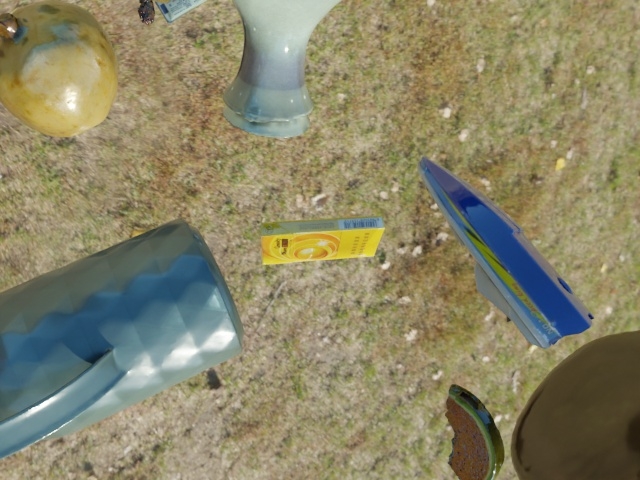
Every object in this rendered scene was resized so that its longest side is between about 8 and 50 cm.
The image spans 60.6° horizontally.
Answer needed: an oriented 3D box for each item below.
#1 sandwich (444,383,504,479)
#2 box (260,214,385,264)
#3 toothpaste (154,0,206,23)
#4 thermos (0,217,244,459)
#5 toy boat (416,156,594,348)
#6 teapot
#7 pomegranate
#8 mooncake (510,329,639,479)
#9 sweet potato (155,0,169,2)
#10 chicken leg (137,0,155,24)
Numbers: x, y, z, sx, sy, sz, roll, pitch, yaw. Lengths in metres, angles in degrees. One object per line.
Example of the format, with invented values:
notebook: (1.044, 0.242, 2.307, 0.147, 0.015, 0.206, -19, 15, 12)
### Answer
sandwich: (0.181, 0.237, 0.641, 0.029, 0.067, 0.135, -21, 107, -42)
box: (0.000, 0.000, 1.242, 0.270, 0.043, 0.152, -3, 153, -7)
toothpaste: (-0.351, -0.727, 1.608, 0.268, 0.047, 0.069, -35, 136, -16)
thermos: (-0.215, 0.101, 0.477, 0.287, 0.182, 0.144, -25, 113, -18)
toy boat: (0.218, 0.004, 0.710, 0.088, 0.295, 0.129, -42, 162, 23)
teapot: (-0.045, -0.244, 0.580, 0.184, 0.183, 0.250, -14, 134, -31)
pomegranate: (-0.587, -0.376, 1.226, 0.308, 0.307, 0.307, -12, 111, -32)
mooncake: (0.395, 0.257, 0.686, 0.155, 0.284, 0.284, 46, 75, -7)
sweet potato: (-0.204, -0.481, 0.976, 0.098, 0.310, 0.124, 20, 86, -65)
chicken leg: (-0.371, -0.497, 1.157, 0.036, 0.021, 0.083, -15, 94, -27)
